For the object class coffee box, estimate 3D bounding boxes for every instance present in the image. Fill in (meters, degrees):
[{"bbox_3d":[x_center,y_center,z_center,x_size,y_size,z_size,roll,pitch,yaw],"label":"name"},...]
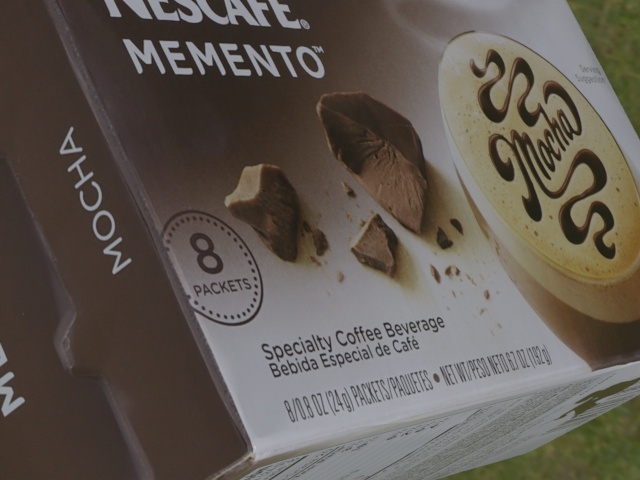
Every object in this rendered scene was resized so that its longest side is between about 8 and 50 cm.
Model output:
[{"bbox_3d":[0.000,0.000,0.572,0.119,0.168,0.297,-35,162,34],"label":"coffee box"}]
